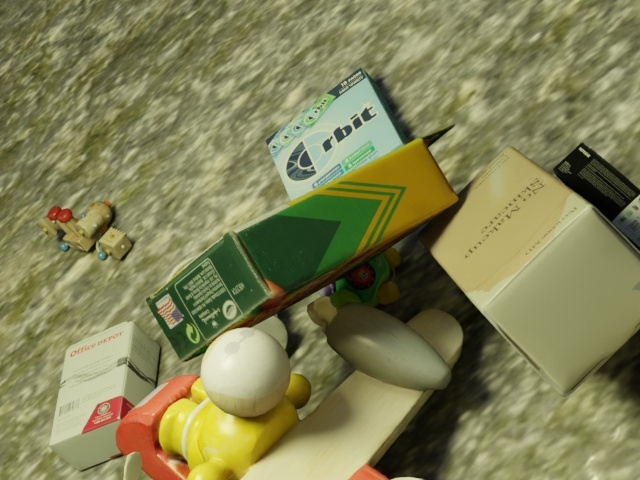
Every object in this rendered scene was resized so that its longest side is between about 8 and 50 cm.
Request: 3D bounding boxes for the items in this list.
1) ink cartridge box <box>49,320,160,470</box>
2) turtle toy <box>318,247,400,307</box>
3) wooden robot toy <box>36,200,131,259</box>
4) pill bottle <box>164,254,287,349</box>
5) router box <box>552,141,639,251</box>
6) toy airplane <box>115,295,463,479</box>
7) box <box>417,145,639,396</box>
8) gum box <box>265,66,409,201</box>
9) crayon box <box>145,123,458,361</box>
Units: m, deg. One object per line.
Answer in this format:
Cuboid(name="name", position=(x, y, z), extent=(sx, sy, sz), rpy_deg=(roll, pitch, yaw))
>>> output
Cuboid(name="ink cartridge box", position=(-0.257, 0.185, 2.141), extent=(0.109, 0.063, 0.150), rpy_deg=(-23, 41, 26))
Cuboid(name="turtle toy", position=(0.035, 0.050, 1.993), extent=(0.095, 0.066, 0.130), rpy_deg=(-22, 42, 27))
Cuboid(name="wooden robot toy", position=(-0.309, -0.030, 2.398), extent=(0.173, 0.076, 0.079), rpy_deg=(11, 52, 48))
Cuboid(name="pill bottle", position=(-0.108, 0.087, 2.069), extent=(0.094, 0.094, 0.169), rpy_deg=(-48, 36, -5))
Cuboid(name="router box", position=(0.313, -0.007, 1.730), extent=(0.046, 0.133, 0.179), rpy_deg=(-43, 37, 3))
Cuboid(name="toy airplane", position=(-0.030, 0.210, 1.725), extent=(0.384, 0.272, 0.386), rpy_deg=(-16, 27, 5))
Cuboid(name="box", position=(0.209, 0.021, 1.724), extent=(0.148, 0.121, 0.311), rpy_deg=(-44, 14, 2))
Cuboid(name="gum box", position=(0.023, -0.110, 2.181), extent=(0.157, 0.041, 0.184), rpy_deg=(-37, 36, 11))
Cuboid(name="crayon box", position=(0.000, 0.000, 1.825), extent=(0.318, 0.081, 0.202), rpy_deg=(-28, -5, -37))
